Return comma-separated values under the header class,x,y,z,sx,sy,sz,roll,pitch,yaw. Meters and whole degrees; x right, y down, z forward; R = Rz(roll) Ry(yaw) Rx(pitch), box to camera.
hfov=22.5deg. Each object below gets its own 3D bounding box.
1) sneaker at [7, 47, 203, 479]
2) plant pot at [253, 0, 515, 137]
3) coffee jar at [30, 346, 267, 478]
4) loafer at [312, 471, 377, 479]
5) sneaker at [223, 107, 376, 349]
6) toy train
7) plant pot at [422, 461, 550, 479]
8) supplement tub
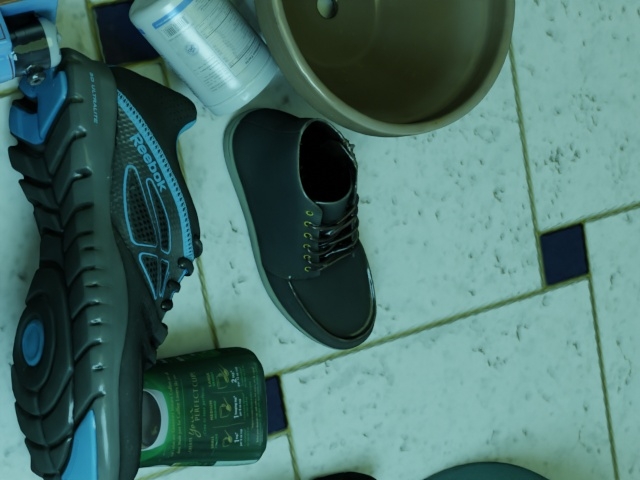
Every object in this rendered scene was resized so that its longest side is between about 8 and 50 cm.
class,x,y,z,sx,sy,sz,roll,pitch,yaw
sneaker,-0.142,0.026,1.174,0.140,0.125,0.341,10,70,-38
plant pot,0.031,-0.195,1.276,0.237,0.110,0.237,3,85,-35
coffee jar,-0.137,0.136,1.255,0.184,0.079,0.096,-1,89,-28
loafer,-0.024,0.242,1.342,0.170,0.062,0.061,-7,104,-26
sneaker,0.000,0.000,1.290,0.083,0.118,0.222,-33,110,-21
toy train,-0.268,-0.145,1.135,0.184,0.080,0.105,-16,75,-20
plant pot,0.182,0.356,1.388,0.290,0.195,0.290,-4,99,-28
supplement tub,-0.091,-0.158,1.249,0.071,0.071,0.107,-48,116,-15
